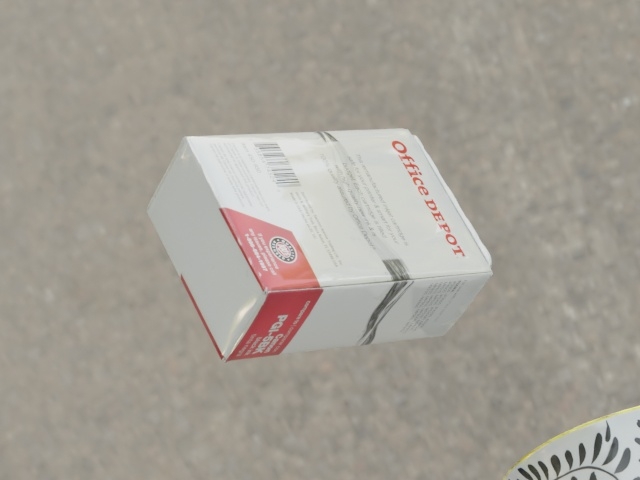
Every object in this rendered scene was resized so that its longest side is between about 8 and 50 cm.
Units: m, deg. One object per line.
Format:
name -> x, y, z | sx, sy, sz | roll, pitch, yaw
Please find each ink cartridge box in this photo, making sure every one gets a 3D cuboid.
ink cartridge box -> 0.000, 0.000, 0.954 | 0.135, 0.056, 0.099 | -4, 51, -35

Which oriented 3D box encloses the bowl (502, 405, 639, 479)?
bowl -> 0.186, 0.154, 1.063 | 0.170, 0.170, 0.080 | -16, 62, 9
